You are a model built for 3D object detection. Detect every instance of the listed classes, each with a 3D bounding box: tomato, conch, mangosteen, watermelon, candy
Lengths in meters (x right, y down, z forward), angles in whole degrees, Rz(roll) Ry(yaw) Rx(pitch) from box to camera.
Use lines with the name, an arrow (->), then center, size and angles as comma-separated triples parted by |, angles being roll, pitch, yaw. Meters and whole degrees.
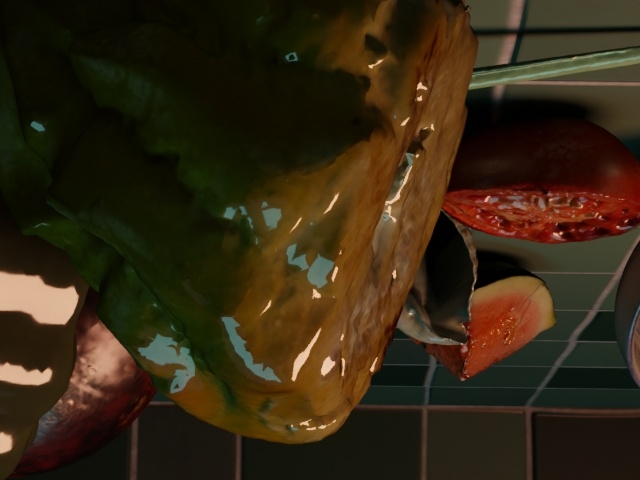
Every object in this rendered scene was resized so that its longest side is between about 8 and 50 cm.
tomato -> 0.182, -0.053, 1.543 | 0.174, 0.082, 0.166 | -1, 165, 29
conch -> 0.053, 0.006, 1.677 | 0.200, 0.172, 0.131 | 28, -157, 2
mangosteen -> -0.256, 0.039, 1.571 | 0.311, 0.311, 0.311 | 1, 168, 0
watermelon -> 0.158, 0.058, 2.086 | 0.193, 0.137, 0.145 | 0, 133, 4
candy -> 0.135, -0.114, 1.322 | 0.335, 0.093, 0.092 | -9, -150, 8

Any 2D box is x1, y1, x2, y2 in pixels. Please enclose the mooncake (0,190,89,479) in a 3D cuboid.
mooncake -> -0.307, 0.007, 1.291 | 0.351, 0.351, 0.187 | -9, 167, 41

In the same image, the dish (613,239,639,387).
dish -> 0.358, 0.003, 1.682 | 0.273, 0.134, 0.273 | -14, 138, -13

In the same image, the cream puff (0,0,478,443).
cream puff -> -0.061, -0.055, 1.133 | 0.257, 0.291, 0.324 | 21, -168, 10
